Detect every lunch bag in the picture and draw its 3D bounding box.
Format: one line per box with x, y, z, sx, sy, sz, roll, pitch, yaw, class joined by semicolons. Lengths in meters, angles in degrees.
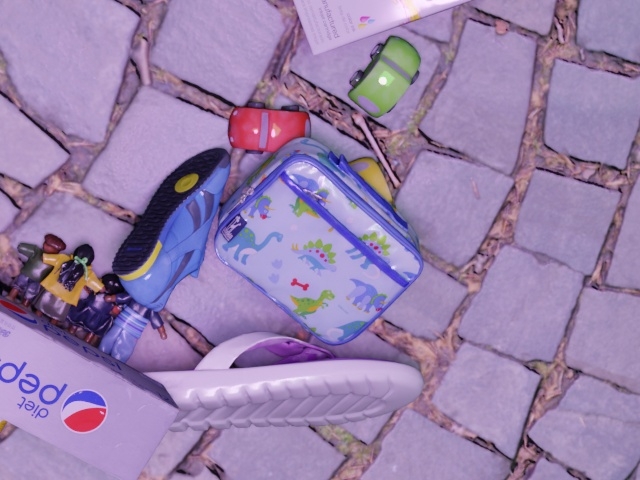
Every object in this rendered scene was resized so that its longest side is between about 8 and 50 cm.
0.000;0.000;1.471;0.176;0.090;0.219;-41;108;18;lunch bag

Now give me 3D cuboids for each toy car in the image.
0.041;-0.143;1.506;0.239;0.053;0.225;36;90;-13;toy car

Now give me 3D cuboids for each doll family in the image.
-0.263;0.062;1.469;0.193;0.076;0.111;33;86;-18;doll family

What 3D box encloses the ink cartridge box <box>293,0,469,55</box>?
0.070;-0.316;1.436;0.212;0.093;0.154;-17;101;12;ink cartridge box

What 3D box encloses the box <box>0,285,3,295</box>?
-0.422;0.113;1.398;0.093;0.156;0.158;27;92;-15;box

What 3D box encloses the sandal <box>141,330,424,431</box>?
-0.082;0.152;1.487;0.416;0.169;0.102;-2;66;-12;sandal

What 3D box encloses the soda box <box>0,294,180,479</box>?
-0.292;0.136;1.310;0.286;0.091;0.098;32;90;-23;soda box

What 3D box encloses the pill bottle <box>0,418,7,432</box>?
-0.393;0.204;1.462;0.065;0.065;0.116;32;91;-13;pill bottle

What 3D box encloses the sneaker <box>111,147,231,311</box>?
-0.156;-0.013;1.462;0.082;0.069;0.209;53;54;-35;sneaker
